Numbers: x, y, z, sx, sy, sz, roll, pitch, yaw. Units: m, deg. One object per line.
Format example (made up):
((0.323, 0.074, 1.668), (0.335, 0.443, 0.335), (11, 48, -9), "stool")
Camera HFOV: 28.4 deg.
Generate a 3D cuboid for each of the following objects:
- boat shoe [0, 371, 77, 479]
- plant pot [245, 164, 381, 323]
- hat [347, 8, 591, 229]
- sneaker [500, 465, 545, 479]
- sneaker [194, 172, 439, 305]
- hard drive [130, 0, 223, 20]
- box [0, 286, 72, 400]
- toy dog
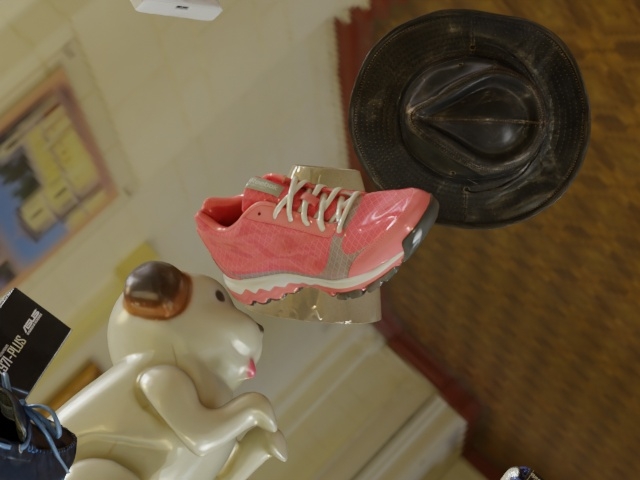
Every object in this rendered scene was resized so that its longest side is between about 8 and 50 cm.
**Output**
((-0.275, 0.168, 1.076), (0.109, 0.089, 0.258), (21, -178, 14), "boat shoe")
((0.000, 0.000, 2.361), (0.256, 0.274, 0.256), (6, -176, 0), "plant pot")
((0.197, -0.156, 1.678), (0.331, 0.331, 0.134), (46, -169, -2), "hat")
((0.295, 0.448, 1.997), (0.127, 0.182, 0.315), (31, -178, 9), "sneaker")
((-0.020, -0.014, 1.355), (0.314, 0.116, 0.136), (-14, 125, 41), "sneaker")
((-0.301, -0.509, 2.116), (0.203, 0.040, 0.307), (-7, -116, -57), "hard drive")
((-0.356, 0.146, 1.322), (0.077, 0.147, 0.180), (39, 148, -15), "box")
((-0.226, 0.237, 1.700), (0.395, 0.408, 0.284), (13, 158, 27), "toy dog")
